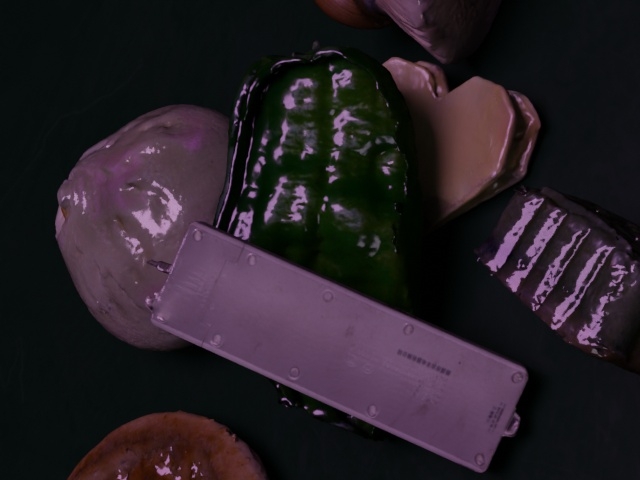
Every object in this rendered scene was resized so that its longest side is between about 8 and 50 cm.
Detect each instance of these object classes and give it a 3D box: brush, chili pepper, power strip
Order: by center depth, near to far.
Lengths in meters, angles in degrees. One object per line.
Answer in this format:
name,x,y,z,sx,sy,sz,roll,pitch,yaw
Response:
power strip,0.010,0.092,1.490,0.367,0.043,0.106,24,92,2
chili pepper,-0.004,0.001,1.592,0.213,0.167,0.384,0,87,9
brush,0.113,-0.320,1.642,0.166,0.174,0.266,21,72,33

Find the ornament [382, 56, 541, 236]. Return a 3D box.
ornament,0.113,-0.080,1.615,0.201,0.059,0.180,24,102,45

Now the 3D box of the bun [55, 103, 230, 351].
bun,-0.193,-0.021,1.779,0.283,0.179,0.283,-28,56,50

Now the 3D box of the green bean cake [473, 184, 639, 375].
green bean cake,0.243,0.035,1.354,0.094,0.173,0.181,-60,41,11

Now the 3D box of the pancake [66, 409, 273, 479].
pancake,-0.167,0.361,1.706,0.382,0.071,0.382,-19,61,39
